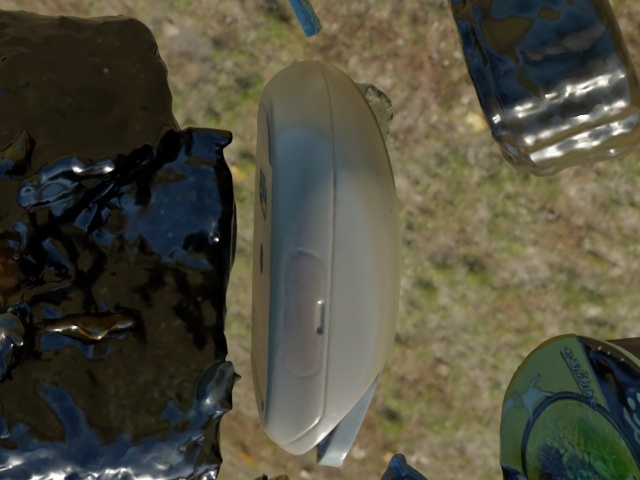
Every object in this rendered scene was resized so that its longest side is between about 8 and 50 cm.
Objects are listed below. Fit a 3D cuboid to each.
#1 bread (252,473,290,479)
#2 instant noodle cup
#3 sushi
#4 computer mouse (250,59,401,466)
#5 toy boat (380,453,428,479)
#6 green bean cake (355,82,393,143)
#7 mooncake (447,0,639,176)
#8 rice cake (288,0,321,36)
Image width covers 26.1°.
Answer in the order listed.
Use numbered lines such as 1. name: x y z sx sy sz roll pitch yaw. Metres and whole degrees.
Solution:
1. bread: -0.107 0.401 1.136 0.191 0.370 0.314 7 -170 -3
2. instant noodle cup: 0.279 0.152 0.992 0.215 0.236 0.215 24 118 56
3. sushi: -0.170 0.005 0.850 0.207 0.348 0.234 1 153 -30
4. computer mouse: 0.002 0.012 0.821 0.082 0.145 0.236 -2 109 -8
5. toy boat: 0.098 0.292 1.214 0.097 0.100 0.223 -61 41 49
6. green bean cake: 0.011 -0.107 1.698 0.109 0.179 0.085 8 163 37
7. mooncake: 0.261 -0.233 1.653 0.187 0.324 0.324 -20 131 9
8. rice cake: -0.031 -0.276 1.484 0.021 0.022 0.121 -16 110 30
